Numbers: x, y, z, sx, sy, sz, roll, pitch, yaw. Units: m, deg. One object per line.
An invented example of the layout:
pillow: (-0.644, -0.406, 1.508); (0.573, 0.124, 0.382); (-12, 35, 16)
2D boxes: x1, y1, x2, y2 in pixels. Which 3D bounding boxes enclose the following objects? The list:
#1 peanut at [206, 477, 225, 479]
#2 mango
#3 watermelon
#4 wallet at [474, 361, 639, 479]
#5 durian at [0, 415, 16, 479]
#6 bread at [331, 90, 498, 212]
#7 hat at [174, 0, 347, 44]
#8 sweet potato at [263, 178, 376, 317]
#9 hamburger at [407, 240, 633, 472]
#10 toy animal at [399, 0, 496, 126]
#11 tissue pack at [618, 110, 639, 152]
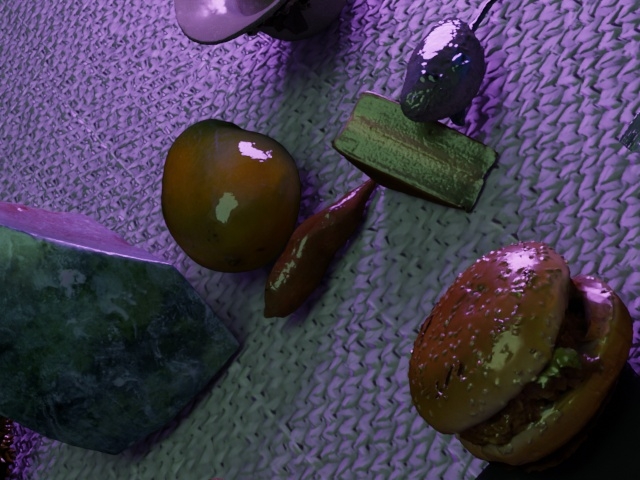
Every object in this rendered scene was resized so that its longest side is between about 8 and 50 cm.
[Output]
peanut: (-0.078, 0.300, 1.288); (0.108, 0.095, 0.226); (-52, 37, 12)
mango: (-0.110, -0.057, 1.553); (0.156, 0.114, 0.251); (-60, 38, 8)
watermelon: (-0.267, 0.072, 1.573); (0.258, 0.387, 0.228); (-46, -25, -70)
wallet: (0.170, 0.221, 1.129); (0.285, 0.030, 0.146); (-49, 40, 11)
durian: (-0.426, 0.247, 1.655); (0.237, 0.193, 0.138); (-51, 60, 26)
bread: (0.093, -0.087, 1.380); (0.139, 0.084, 0.074); (23, 81, 51)
hat: (-0.036, -0.309, 1.633); (0.257, 0.130, 0.257); (-27, 48, 34)
sweet potato: (0.000, 0.000, 1.451); (0.195, 0.056, 0.056); (-53, 38, -3)
hamburger: (0.155, 0.082, 1.144); (0.182, 0.118, 0.191); (-27, 28, 43)
toy animal: (0.152, -0.203, 1.408); (0.079, 0.070, 0.253); (21, 58, 27)
tissue pack: (0.346, -0.103, 1.162); (0.193, 0.026, 0.122); (29, 87, 52)
